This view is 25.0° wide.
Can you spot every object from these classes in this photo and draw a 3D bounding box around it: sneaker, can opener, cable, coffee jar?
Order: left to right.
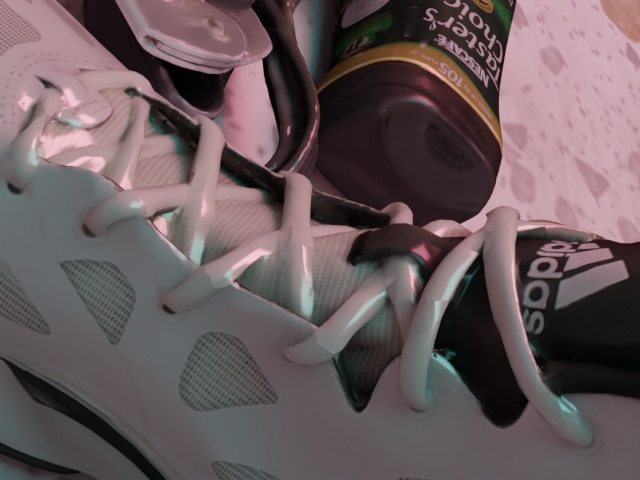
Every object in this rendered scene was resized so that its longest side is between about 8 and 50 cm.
[{"bbox_3d":[-0.115,-0.168,0.625,0.076,0.095,0.283,-6,58,-49],"label":"can opener"},{"bbox_3d":[-0.022,-0.141,0.684,0.139,0.072,0.287,21,52,6],"label":"cable"},{"bbox_3d":[0.001,0.000,0.479,0.447,0.257,0.169,49,39,-13],"label":"sneaker"},{"bbox_3d":[0.050,-0.093,0.741,0.096,0.079,0.184,41,41,-30],"label":"coffee jar"}]

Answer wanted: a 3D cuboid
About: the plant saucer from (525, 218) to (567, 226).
[{"bbox_3d":[0.136,0.070,0.773,0.168,0.029,0.168,27,48,-36],"label":"plant saucer"}]
